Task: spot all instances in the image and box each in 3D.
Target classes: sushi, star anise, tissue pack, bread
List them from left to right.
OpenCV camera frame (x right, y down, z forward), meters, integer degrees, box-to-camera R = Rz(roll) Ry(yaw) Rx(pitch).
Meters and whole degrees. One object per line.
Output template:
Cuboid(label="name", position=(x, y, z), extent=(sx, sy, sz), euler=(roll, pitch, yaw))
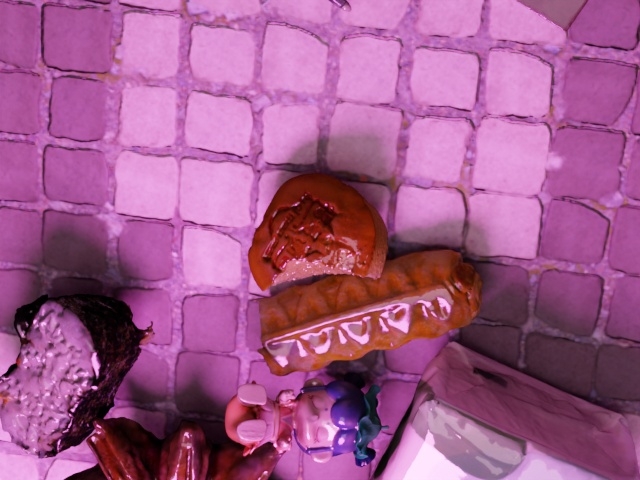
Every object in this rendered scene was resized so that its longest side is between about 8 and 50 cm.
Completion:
Cuboid(label="sushi", position=(-0.302, 0.149, 1.893), extent=(0.147, 0.115, 0.212), euler=(35, 119, 17))
Cuboid(label="star anise", position=(-0.165, 0.318, 1.939), extent=(0.315, 0.108, 0.315), euler=(-2, 133, -2))
Cuboid(label="bread", position=(-0.003, -0.010, 1.795), extent=(0.156, 0.086, 0.125), euler=(-9, 77, 24))
Cuboid(label="bread", position=(0.057, 0.081, 1.837), extent=(0.269, 0.098, 0.087), euler=(-16, 150, 15))
Cuboid(label="tissue pack", position=(0.175, 0.330, 1.860), extent=(0.266, 0.194, 0.356), euler=(25, 113, -3))

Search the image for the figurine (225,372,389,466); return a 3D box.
Cuboid(label="figurine", position=(-0.016, 0.199, 1.845), extent=(0.195, 0.102, 0.111), euler=(7, 78, -18))

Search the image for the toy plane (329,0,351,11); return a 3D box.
Cuboid(label="toy plane", position=(-0.064, -0.328, 1.690), extent=(0.262, 0.088, 0.192), euler=(43, 110, -9))

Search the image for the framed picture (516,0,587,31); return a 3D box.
Cuboid(label="framed picture", position=(0.252, -0.323, 1.679), extent=(0.128, 0.023, 0.168), euler=(31, 113, -5))
